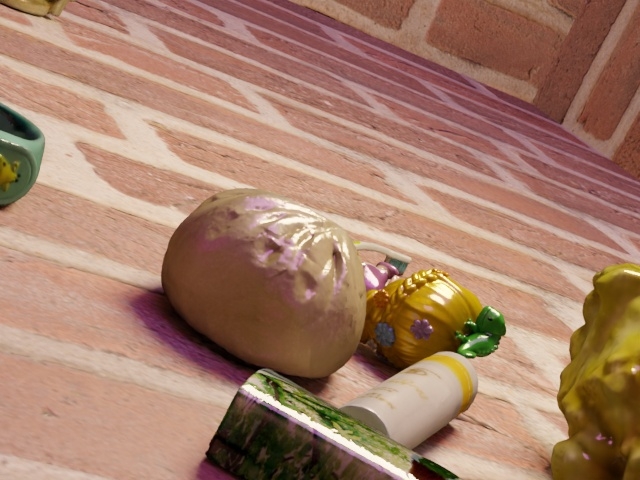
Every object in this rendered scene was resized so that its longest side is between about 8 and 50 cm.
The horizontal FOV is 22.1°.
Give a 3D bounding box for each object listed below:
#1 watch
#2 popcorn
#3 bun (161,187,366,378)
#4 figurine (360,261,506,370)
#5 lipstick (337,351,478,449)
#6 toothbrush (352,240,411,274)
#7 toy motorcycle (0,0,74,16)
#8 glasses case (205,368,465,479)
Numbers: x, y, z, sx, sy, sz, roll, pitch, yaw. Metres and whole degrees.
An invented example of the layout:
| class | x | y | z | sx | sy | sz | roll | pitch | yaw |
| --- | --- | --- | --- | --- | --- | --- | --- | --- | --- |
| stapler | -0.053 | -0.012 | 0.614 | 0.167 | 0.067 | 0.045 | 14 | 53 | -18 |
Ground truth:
| class | x | y | z | sx | sy | sz | roll | pitch | yaw |
| --- | --- | --- | --- | --- | --- | --- | --- | --- | --- |
| watch | -0.344 | -0.105 | 1.406 | 0.237 | 0.068 | 0.195 | 15 | 17 | -44 |
| popcorn | 0.320 | 0.153 | 1.411 | 0.241 | 0.235 | 0.250 | 22 | 53 | 1 |
| bun | -0.034 | 0.026 | 1.374 | 0.178 | 0.128 | 0.193 | 28 | 11 | 13 |
| figurine | 0.081 | 0.080 | 1.476 | 0.156 | 0.095 | 0.115 | 24 | 42 | 29 |
| lipstick | 0.067 | 0.135 | 1.298 | 0.059 | 0.059 | 0.264 | 30 | 13 | 14 |
| toothbrush | 0.000 | 0.000 | 1.748 | 0.263 | 0.026 | 0.022 | 16 | 11 | -39 |
| toy motorcycle | -0.433 | -0.397 | 2.125 | 0.237 | 0.169 | 0.410 | 30 | 14 | 7 |
| glasses case | 0.061 | 0.178 | 1.116 | 0.272 | 0.062 | 0.095 | 29 | 14 | 8 |
